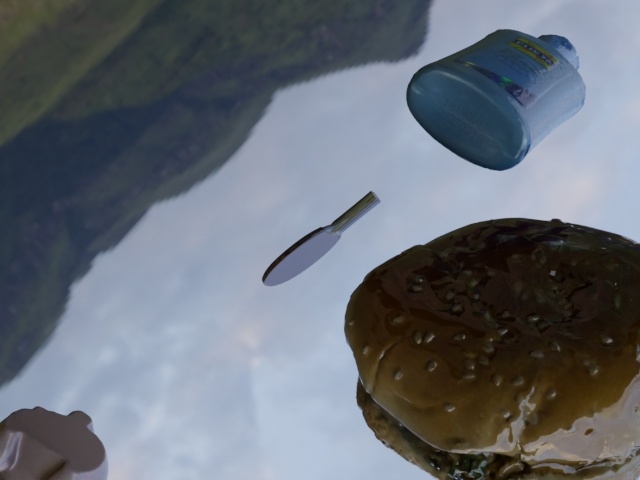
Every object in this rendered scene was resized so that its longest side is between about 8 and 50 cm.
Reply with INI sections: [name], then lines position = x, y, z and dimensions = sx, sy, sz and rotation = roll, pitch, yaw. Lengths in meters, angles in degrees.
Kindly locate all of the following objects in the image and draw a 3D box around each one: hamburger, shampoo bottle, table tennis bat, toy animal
[hamburger]
position = 0.158, 0.084, 0.976
dimensions = 0.243, 0.286, 0.146
rotation = -98, -170, -57
[shampoo bottle]
position = 0.156, -0.125, 1.097
dimensions = 0.061, 0.104, 0.258
rotation = -59, 169, 27
[table tennis bat]
position = 0.000, 0.000, 1.476
dimensions = 0.158, 0.014, 0.095
rotation = -38, 163, 10
[toy animal]
position = -0.257, 0.249, 1.163
dimensions = 0.124, 0.124, 0.212
rotation = -92, -155, -63
